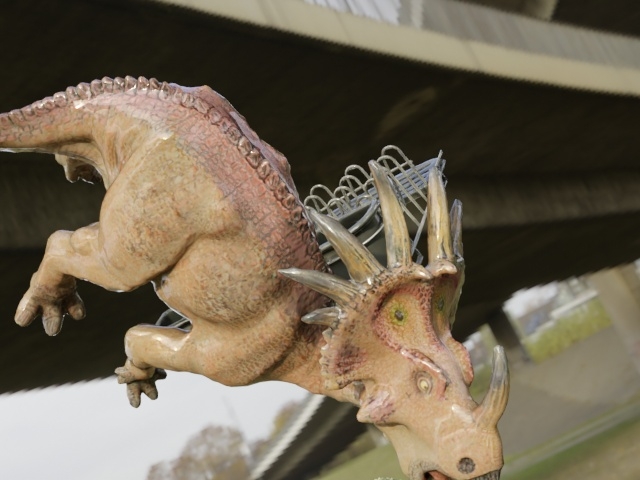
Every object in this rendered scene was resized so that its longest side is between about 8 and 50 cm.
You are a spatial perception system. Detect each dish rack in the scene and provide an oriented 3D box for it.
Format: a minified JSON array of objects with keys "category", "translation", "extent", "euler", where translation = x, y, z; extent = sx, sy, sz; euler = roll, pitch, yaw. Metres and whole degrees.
[{"category":"dish rack","translation":[0.000,0.000,0.967],"extent":[0.208,0.074,0.271],"euler":[-27,16,26]}]

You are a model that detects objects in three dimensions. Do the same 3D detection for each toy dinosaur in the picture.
[{"category":"toy dinosaur","translation":[-0.040,-0.004,0.563],"extent":[0.200,0.296,0.127],"euler":[-27,26,51]}]

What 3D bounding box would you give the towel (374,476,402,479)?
[{"category":"towel","translation":[0.001,0.140,0.429],"extent":[0.148,0.027,0.110],"euler":[40,-111,-78]}]
